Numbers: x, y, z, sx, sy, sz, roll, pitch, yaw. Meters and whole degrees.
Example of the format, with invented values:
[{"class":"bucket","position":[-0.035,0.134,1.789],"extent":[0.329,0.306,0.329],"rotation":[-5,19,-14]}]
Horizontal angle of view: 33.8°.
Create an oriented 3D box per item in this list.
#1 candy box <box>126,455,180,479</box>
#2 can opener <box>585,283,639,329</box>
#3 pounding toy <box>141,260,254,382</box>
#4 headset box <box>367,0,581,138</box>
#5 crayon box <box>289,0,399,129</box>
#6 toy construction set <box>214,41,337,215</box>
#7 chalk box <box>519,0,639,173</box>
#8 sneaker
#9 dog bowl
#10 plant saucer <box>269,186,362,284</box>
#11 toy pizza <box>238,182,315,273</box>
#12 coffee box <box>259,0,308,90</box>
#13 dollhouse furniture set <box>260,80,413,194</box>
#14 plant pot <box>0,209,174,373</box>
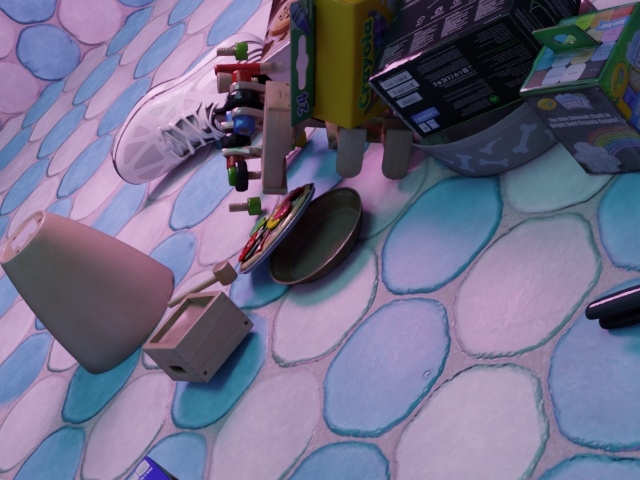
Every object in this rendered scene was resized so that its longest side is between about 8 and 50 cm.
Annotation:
[{"class":"candy box","position":[-0.216,0.460,1.336],"extent":[0.268,0.122,0.317],"rotation":[-52,30,-10]},{"class":"can opener","position":[0.361,0.063,1.112],"extent":[0.186,0.059,0.073],"rotation":[-14,43,46]},{"class":"pounding toy","position":[-0.190,0.136,1.758],"extent":[0.206,0.094,0.181],"rotation":[-51,22,-27]},{"class":"headset box","position":[0.228,-0.318,1.491],"extent":[0.246,0.131,0.283],"rotation":[-20,38,41]},{"class":"crayon box","position":[0.083,-0.309,1.654],"extent":[0.083,0.203,0.323],"rotation":[23,38,32]},{"class":"toy construction set","position":[-0.068,-0.245,1.979],"extent":[0.237,0.257,0.309],"rotation":[-4,50,-10]},{"class":"chalk box","position":[0.348,-0.200,1.300],"extent":[0.132,0.213,0.132],"rotation":[2,55,54]},{"class":"sneaker","position":[-0.274,-0.265,2.291],"extent":[0.447,0.169,0.257],"rotation":[-42,27,5]},{"class":"dog bowl","position":[0.277,-0.242,1.573],"extent":[0.348,0.102,0.349],"rotation":[-35,31,24]},{"class":"plant saucer","position":[0.000,0.000,1.716],"extent":[0.198,0.036,0.199],"rotation":[-33,32,24]},{"class":"toy pizza","position":[-0.082,-0.026,1.802],"extent":[0.201,0.032,0.201],"rotation":[-49,10,12]},{"class":"coffee box","position":[-0.020,-0.457,2.239],"extent":[0.168,0.119,0.297],"rotation":[-32,32,28]},{"class":"dollhouse furniture set","position":[0.025,-0.169,1.769],"extent":[0.212,0.242,0.161],"rotation":[-97,11,-55]},{"class":"plant pot","position":[-0.468,0.073,2.018],"extent":[0.256,0.274,0.256],"rotation":[-34,30,23]}]
